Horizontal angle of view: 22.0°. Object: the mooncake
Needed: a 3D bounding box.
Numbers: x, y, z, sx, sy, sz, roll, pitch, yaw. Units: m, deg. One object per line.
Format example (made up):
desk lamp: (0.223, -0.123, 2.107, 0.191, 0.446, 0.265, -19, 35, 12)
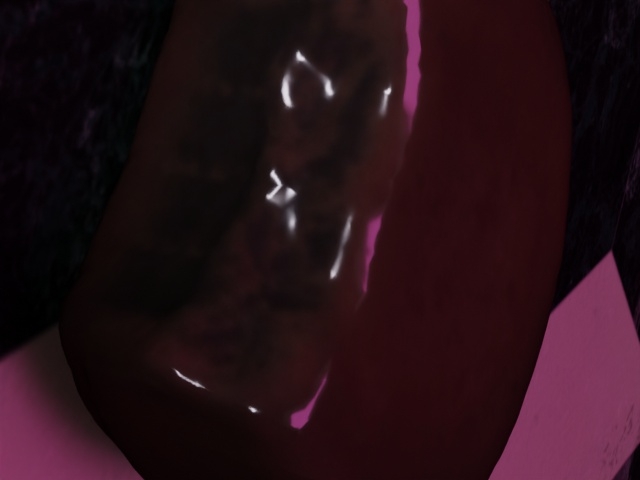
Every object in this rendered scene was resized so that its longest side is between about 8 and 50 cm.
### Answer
mooncake: (0.000, 0.000, 0.847, 0.334, 0.174, 0.326, -23, 119, -54)
